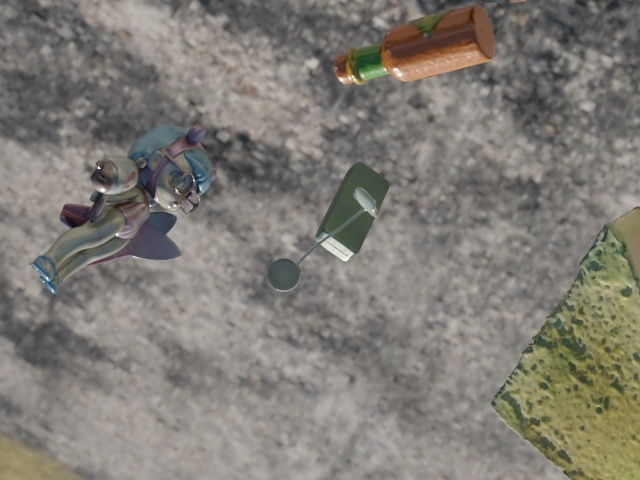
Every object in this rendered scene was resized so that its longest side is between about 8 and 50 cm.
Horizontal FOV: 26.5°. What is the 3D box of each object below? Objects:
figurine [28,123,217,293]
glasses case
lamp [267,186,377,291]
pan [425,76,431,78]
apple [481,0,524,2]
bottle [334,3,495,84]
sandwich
[{"bbox_3d":[-0.240,-0.052,1.595,0.103,0.260,0.205,39,160,32],"label":"figurine"},{"bbox_3d":[0.058,-0.052,2.386,0.077,0.184,0.039,35,141,-11],"label":"glasses case"},{"bbox_3d":[0.000,0.000,1.996,0.050,0.198,0.056,50,-179,17],"label":"lamp"},{"bbox_3d":[0.154,-0.272,2.112,0.115,0.068,0.023,-13,140,40],"label":"pan"},{"bbox_3d":[0.181,-0.394,1.412,0.293,0.163,0.251,25,139,-38],"label":"apple"},{"bbox_3d":[0.103,-0.217,1.559,0.187,0.069,0.069,-13,136,25],"label":"bottle"},{"bbox_3d":[0.219,0.097,0.912,0.162,0.058,0.193,41,133,21],"label":"sandwich"}]
